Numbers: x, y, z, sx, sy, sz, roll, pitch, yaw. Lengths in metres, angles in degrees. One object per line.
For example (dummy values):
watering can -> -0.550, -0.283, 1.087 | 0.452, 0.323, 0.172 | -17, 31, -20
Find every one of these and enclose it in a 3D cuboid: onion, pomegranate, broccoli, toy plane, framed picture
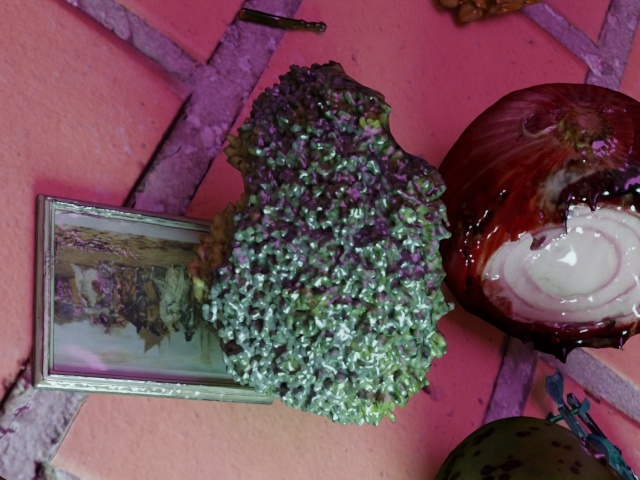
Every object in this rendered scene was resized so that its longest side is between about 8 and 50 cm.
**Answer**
onion -> 0.296, -0.045, 1.370 | 0.341, 0.341, 0.341 | 14, 62, -28
pomegranate -> 0.218, 0.323, 1.211 | 0.254, 0.270, 0.254 | 25, 18, -9
broccoli -> -0.016, 0.007, 1.173 | 0.249, 0.302, 0.375 | -15, 103, -15
toy plane -> 0.347, 0.270, 1.423 | 0.235, 0.060, 0.096 | 55, 44, -4
framed picture -> -0.171, 0.064, 1.205 | 0.274, 0.017, 0.217 | 7, 66, -31

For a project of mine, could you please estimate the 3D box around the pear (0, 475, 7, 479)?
pear -> -0.312, 0.276, 0.906 | 0.211, 0.188, 0.228 | -12, 74, -33

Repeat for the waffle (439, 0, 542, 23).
waffle -> 0.224, -0.442, 1.670 | 0.261, 0.056, 0.250 | -26, 83, -36

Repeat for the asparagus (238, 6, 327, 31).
asparagus -> -0.046, -0.279, 1.444 | 0.127, 0.015, 0.018 | 4, 68, -32
